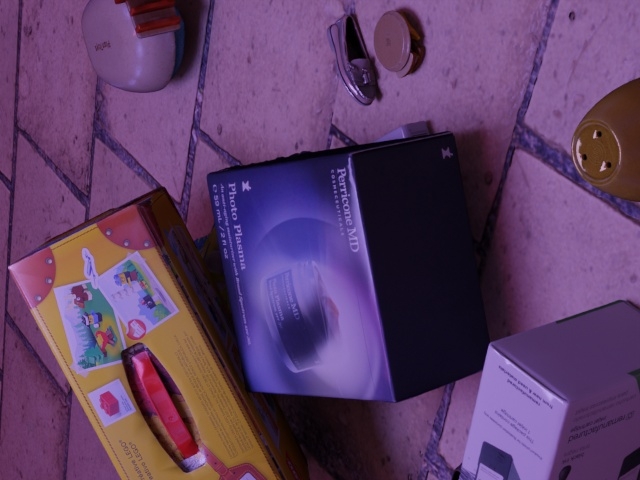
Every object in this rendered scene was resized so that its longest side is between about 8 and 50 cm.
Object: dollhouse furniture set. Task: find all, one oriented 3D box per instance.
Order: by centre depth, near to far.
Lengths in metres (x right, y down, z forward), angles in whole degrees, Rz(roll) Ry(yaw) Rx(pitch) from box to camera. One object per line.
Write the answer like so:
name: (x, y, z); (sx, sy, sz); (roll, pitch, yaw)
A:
dollhouse furniture set: (-0.221, -0.401, 1.855); (0.135, 0.262, 0.259); (71, 158, 6)

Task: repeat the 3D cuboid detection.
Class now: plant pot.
plant pot: (0.313, -0.097, 1.330); (0.134, 0.095, 0.134); (22, 117, 50)

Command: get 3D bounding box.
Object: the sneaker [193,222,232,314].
sneaker: (-0.171, 0.015, 2.064); (0.126, 0.091, 0.240); (48, 137, 36)

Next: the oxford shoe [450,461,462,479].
oxford shoe: (0.185, 0.379, 1.666); (0.097, 0.098, 0.271); (32, 126, 45)

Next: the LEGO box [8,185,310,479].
LEGO box: (-0.204, 0.192, 1.833); (0.500, 0.193, 0.372); (63, -179, -6)

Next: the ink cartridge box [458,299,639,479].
ink cartridge box: (0.266, 0.232, 1.406); (0.121, 0.211, 0.289); (37, 130, 41)

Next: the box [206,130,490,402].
box: (0.030, 0.033, 1.616); (0.294, 0.183, 0.296); (-5, 97, 50)

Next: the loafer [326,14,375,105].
loafer: (0.045, -0.238, 1.717); (0.039, 0.045, 0.125); (-40, 65, 45)

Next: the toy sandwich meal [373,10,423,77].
toy sandwich meal: (0.099, -0.250, 1.648); (0.086, 0.029, 0.085); (22, 116, 55)

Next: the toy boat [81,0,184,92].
toy boat: (-0.295, -0.396, 2.085); (0.267, 0.148, 0.318); (12, 118, 59)

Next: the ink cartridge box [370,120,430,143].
ink cartridge box: (0.094, -0.017, 1.711); (0.224, 0.045, 0.223); (-25, 82, 54)
